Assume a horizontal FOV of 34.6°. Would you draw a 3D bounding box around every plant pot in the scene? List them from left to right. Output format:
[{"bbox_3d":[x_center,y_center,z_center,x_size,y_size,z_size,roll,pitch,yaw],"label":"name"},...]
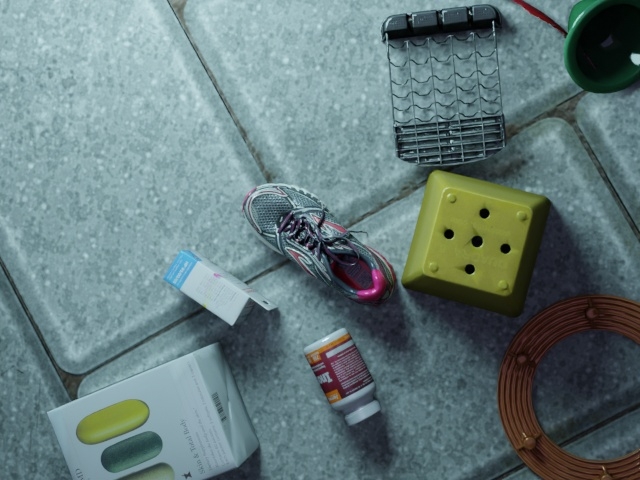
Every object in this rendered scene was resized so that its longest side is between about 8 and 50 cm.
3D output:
[{"bbox_3d":[0.252,0.002,1.659,0.212,0.187,0.212,15,91,7],"label":"plant pot"}]

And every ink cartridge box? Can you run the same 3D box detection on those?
[{"bbox_3d":[-0.168,0.090,1.755,0.181,0.104,0.062,33,94,7],"label":"ink cartridge box"}]

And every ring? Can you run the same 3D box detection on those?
[{"bbox_3d":[0.463,0.258,1.706,0.336,0.032,0.337,0,90,7],"label":"ring"}]

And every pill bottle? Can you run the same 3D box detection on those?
[{"bbox_3d":[0.040,0.231,1.734,0.086,0.086,0.152,-28,85,6],"label":"pill bottle"}]

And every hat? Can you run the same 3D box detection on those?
[{"bbox_3d":[0.443,-0.370,1.722,0.173,0.183,0.208,-42,126,12],"label":"hat"}]

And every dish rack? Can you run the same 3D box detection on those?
[{"bbox_3d":[0.210,-0.261,1.730,0.208,0.074,0.272,-5,90,9],"label":"dish rack"}]

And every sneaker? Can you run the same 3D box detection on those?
[{"bbox_3d":[0.000,0.000,1.731,0.299,0.112,0.121,33,93,7],"label":"sneaker"}]

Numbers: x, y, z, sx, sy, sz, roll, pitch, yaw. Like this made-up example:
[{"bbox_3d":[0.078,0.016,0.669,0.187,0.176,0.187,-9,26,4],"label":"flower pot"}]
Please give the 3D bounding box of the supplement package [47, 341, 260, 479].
[{"bbox_3d":[-0.272,0.316,1.718,0.262,0.198,0.199,-22,87,7],"label":"supplement package"}]
